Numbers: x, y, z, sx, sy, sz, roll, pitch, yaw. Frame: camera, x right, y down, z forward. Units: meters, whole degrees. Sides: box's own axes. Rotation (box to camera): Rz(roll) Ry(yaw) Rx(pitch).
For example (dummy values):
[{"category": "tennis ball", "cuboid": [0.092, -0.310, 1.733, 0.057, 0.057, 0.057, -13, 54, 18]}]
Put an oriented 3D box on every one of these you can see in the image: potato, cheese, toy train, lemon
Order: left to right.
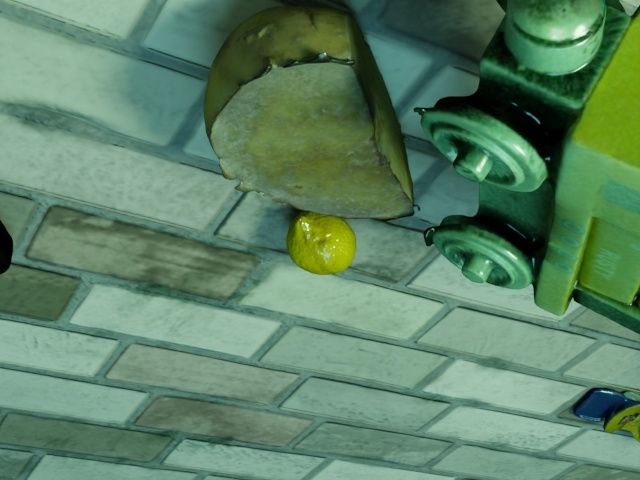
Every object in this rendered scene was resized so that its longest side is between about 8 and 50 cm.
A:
[{"category": "potato", "cuboid": [-0.013, -0.099, 0.795, 0.138, 0.098, 0.243, -12, 150, 12]}, {"category": "lemon", "cuboid": [0.000, 0.000, 0.957, 0.065, 0.065, 0.092, -25, 146, 22]}, {"category": "toy train", "cuboid": [0.211, -0.042, 0.733, 0.253, 0.160, 0.397, 26, 165, 17]}, {"category": "cheese", "cuboid": [0.474, 0.251, 1.386, 0.250, 0.064, 0.157, 13, 139, -8]}]

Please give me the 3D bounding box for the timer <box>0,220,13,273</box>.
[{"category": "timer", "cuboid": [-0.367, -0.019, 0.871, 0.144, 0.055, 0.187, -10, 143, 4]}]
